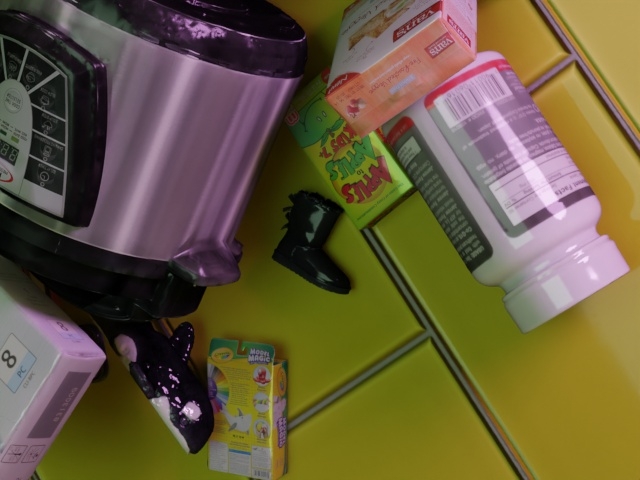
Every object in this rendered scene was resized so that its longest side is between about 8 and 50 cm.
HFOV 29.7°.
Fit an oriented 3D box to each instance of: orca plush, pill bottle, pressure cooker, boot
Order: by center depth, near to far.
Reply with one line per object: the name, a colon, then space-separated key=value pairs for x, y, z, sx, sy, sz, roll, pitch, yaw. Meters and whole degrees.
pill bottle: x=0.205 y=-0.051 z=1.325 sx=0.161 sy=0.161 sz=0.283 roll=-35 pitch=80 yaw=26
pressure cooker: x=-0.241 y=-0.120 z=1.431 sx=0.376 sy=0.370 sz=0.420 roll=18 pitch=110 yaw=-18
boot: x=0.001 y=0.000 z=1.503 sx=0.121 sy=0.045 sz=0.099 roll=29 pitch=105 yaw=21
orca plush: x=-0.213 y=0.143 z=1.601 sx=0.102 sy=0.151 sz=0.287 roll=-35 pitch=56 yaw=-10

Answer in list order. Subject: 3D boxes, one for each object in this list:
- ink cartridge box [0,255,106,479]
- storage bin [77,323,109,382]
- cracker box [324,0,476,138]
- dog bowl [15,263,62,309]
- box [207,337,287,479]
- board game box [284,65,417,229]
ink cartridge box: x=-0.474 y=0.148 z=1.464 sx=0.385 sy=0.091 sz=0.308 roll=39 pitch=102 yaw=26
storage bin: x=-0.381 y=0.165 z=1.688 sx=0.135 sy=0.091 sz=0.098 roll=-10 pitch=92 yaw=27
cracker box: x=0.092 y=-0.229 z=1.324 sx=0.156 sy=0.232 sz=0.067 roll=-33 pitch=115 yaw=26
dog bowl: x=-0.524 y=0.124 z=1.632 sx=0.408 sy=0.150 sz=0.408 roll=-4 pitch=82 yaw=29
box: x=-0.097 y=0.217 z=1.579 sx=0.105 sy=0.043 sz=0.179 roll=5 pitch=101 yaw=27
board game box: x=0.037 y=-0.114 z=1.468 sx=0.092 sy=0.043 sz=0.181 roll=-39 pitch=79 yaw=25
